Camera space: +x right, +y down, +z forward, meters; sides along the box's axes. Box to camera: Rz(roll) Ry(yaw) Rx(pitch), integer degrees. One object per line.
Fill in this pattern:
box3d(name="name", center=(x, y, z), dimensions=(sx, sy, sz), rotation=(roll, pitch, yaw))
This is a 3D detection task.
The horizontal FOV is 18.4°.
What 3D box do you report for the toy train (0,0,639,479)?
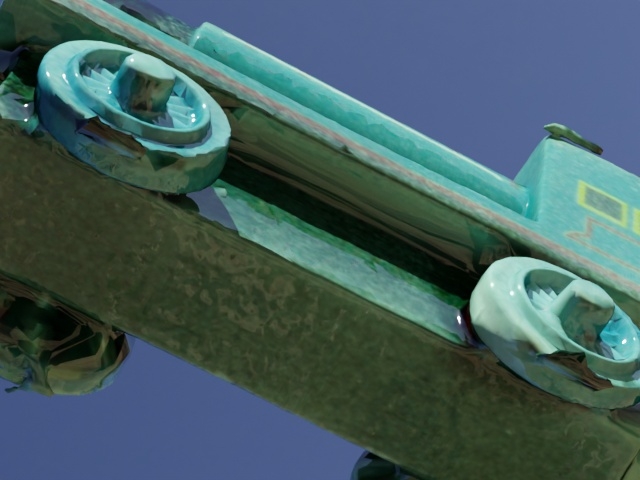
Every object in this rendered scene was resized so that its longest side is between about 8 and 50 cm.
box3d(name="toy train", center=(0.000, 0.000, 0.715), dimensions=(0.120, 0.298, 0.194), rotation=(-60, 6, 28))
